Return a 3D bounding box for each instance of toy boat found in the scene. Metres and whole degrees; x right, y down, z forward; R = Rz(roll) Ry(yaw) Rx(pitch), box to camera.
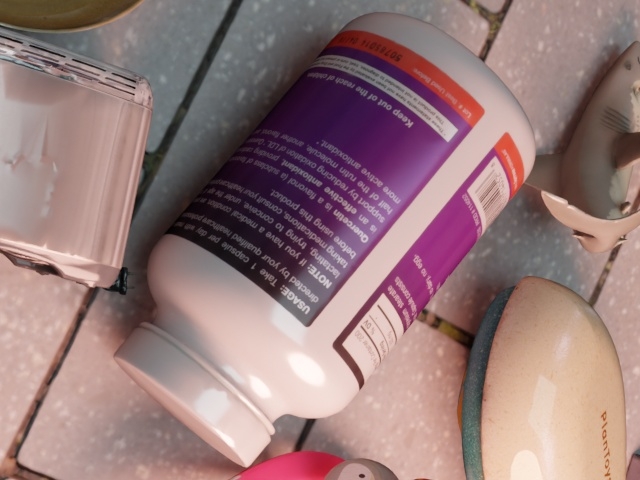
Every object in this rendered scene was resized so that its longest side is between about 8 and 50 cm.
[{"bbox_3d":[0.136,0.171,1.094,0.318,0.148,0.267,-21,111,-52],"label":"toy boat"}]

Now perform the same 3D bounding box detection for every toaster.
[{"bbox_3d":[-0.205,-0.056,0.890,0.227,0.129,0.146,16,86,-28],"label":"toaster"}]

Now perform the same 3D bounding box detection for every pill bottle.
[{"bbox_3d":[0.000,0.000,0.982,0.323,0.181,0.181,-50,117,-14],"label":"pill bottle"}]

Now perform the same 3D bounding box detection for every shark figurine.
[{"bbox_3d":[0.213,-0.046,1.128,0.116,0.278,0.166,15,124,6],"label":"shark figurine"}]

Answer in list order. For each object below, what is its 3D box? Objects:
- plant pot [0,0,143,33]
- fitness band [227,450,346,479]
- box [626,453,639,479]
[{"bbox_3d":[-0.202,-0.244,0.887,0.236,0.032,0.236,9,72,-31],"label":"plant pot"},{"bbox_3d":[-0.028,0.275,1.001,0.291,0.054,0.209,-20,81,-52],"label":"fitness band"},{"bbox_3d":[0.347,0.346,1.234,0.142,0.163,0.247,20,86,-29],"label":"box"}]
